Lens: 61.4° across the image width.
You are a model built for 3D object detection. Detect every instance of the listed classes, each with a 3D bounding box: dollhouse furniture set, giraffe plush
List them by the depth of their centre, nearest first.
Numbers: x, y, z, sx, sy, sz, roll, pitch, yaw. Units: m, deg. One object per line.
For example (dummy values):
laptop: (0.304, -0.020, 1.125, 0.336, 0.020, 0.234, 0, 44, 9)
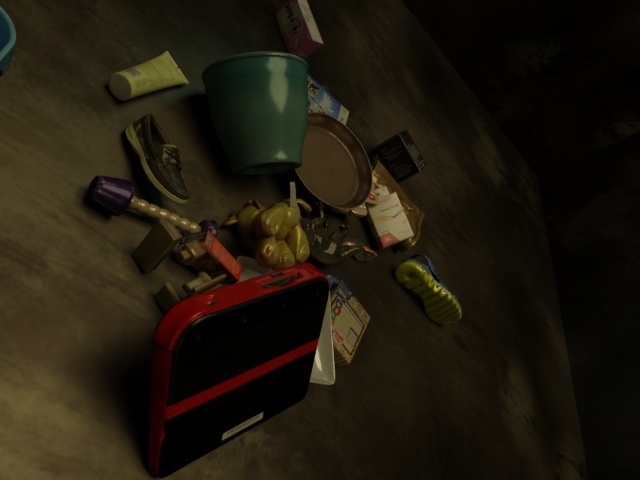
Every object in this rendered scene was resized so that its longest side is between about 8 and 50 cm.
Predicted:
dollhouse furniture set: (-0.276, 0.045, 1.102, 0.151, 0.144, 0.123, 51, 30, 7)
giraffe plush: (-0.138, -0.033, 1.296, 0.181, 0.170, 0.210, 20, 74, -53)

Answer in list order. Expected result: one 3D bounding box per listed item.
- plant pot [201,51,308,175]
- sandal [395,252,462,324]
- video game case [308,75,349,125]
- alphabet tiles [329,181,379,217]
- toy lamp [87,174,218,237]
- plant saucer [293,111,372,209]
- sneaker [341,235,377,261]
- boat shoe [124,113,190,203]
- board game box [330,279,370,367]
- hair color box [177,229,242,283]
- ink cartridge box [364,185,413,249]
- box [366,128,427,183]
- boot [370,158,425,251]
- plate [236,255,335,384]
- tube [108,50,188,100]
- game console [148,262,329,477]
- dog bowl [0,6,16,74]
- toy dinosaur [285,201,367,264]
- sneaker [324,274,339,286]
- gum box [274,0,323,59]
plant pot: (-0.151, -0.303, 1.371, 0.271, 0.271, 0.255, -4, 86, -52)
sandal: (0.387, 0.159, 1.864, 0.317, 0.126, 0.138, 51, 33, -20)
video game case: (-0.039, -0.413, 1.705, 0.269, 0.061, 0.244, 37, 42, -22)
alphabet tiles: (0.059, -0.201, 1.709, 0.278, 0.021, 0.284, 9, 54, -34)
toy lamp: (-0.341, -0.058, 1.117, 0.274, 0.080, 0.080, 24, 51, -41)
plant saucer: (0.023, -0.226, 1.573, 0.310, 0.050, 0.311, 19, 58, -32)
sneaker: (0.116, 0.015, 1.664, 0.158, 0.061, 0.065, 26, 44, -42)
boat shoe: (-0.338, -0.179, 1.149, 0.223, 0.073, 0.080, 54, 18, 18)
board game box: (0.054, 0.222, 1.466, 0.147, 0.045, 0.193, 54, 37, -14)
hair color box: (-0.235, 0.040, 1.158, 0.141, 0.072, 0.043, 55, 32, -45)
ink cartridge box: (0.213, -0.082, 1.789, 0.115, 0.067, 0.198, -21, 83, -12)
box: (0.277, -0.295, 1.973, 0.158, 0.156, 0.093, 58, 35, -7)
boot: (0.240, -0.120, 1.889, 0.269, 0.089, 0.236, 45, 39, -18)
plate: (-0.090, 0.195, 1.278, 0.277, 0.045, 0.278, 18, 55, -35)
tube: (-0.399, -0.385, 1.273, 0.240, 0.062, 0.070, -56, 157, -56)
game console: (-0.142, 0.228, 1.015, 0.060, 0.342, 0.386, 30, 30, 35)
dog bowl: (-0.634, -0.323, 0.917, 0.166, 0.074, 0.297, 38, 42, -31)
toy dinosaur: (0.000, 0.000, 1.505, 0.313, 0.121, 0.160, 39, 54, -37)
sneaker: (-0.004, 0.127, 1.449, 0.144, 0.053, 0.059, -3, 70, -43)
gum box: (-0.076, -0.727, 1.840, 0.062, 0.107, 0.188, -6, 74, -53)
